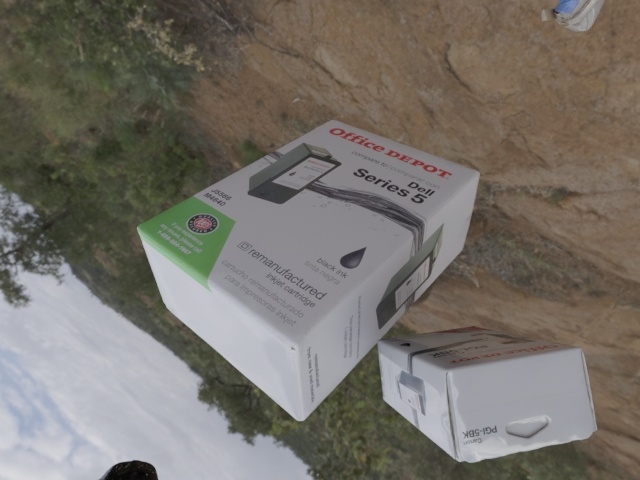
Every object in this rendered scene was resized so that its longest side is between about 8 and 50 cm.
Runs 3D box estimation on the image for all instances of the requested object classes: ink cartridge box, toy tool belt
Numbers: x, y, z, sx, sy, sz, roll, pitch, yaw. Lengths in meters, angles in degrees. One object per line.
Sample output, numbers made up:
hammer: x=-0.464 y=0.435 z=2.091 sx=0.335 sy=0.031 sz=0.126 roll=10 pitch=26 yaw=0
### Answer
ink cartridge box: x=0.111 y=0.103 z=0.338 sx=0.135 sy=0.099 sz=0.056 roll=157 pitch=107 yaw=-78
ink cartridge box: x=0.000 y=0.000 z=0.455 sx=0.198 sy=0.272 sz=0.115 roll=29 pitch=140 yaw=30
toy tool belt: x=0.264 y=-0.260 z=0.461 sx=0.051 sy=0.083 sz=0.052 roll=17 pitch=-160 yaw=-3

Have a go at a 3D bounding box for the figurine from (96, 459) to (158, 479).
figurine: x=-0.173 y=0.257 z=0.390 sx=0.209 sy=0.093 sz=0.215 roll=13 pitch=167 yaw=24
